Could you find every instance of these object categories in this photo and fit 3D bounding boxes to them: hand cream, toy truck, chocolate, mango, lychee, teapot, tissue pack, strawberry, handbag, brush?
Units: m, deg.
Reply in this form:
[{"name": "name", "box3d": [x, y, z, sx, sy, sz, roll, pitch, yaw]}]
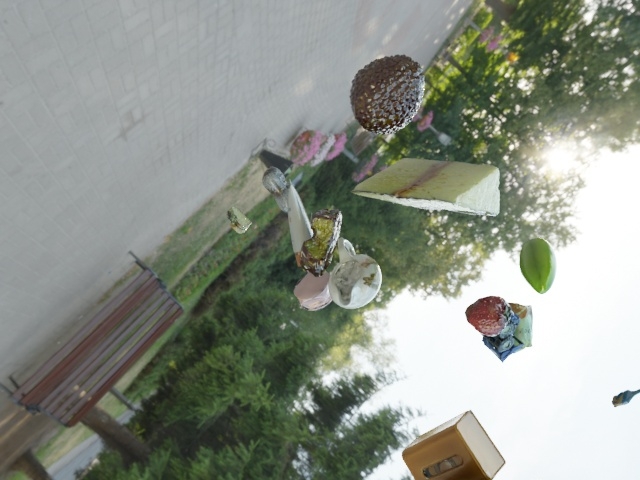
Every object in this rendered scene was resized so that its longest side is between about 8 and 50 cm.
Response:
[{"name": "hand cream", "box3d": [-0.074, -0.065, 1.499, 0.089, 0.315, 0.140, -12, 174, -6]}, {"name": "toy truck", "box3d": [0.668, 0.335, 1.512, 0.126, 0.208, 0.113, -19, -146, -12]}, {"name": "chocolate", "box3d": [-0.177, -0.224, 1.879, 0.110, 0.248, 0.110, -37, -170, 8]}, {"name": "mango", "box3d": [1.036, 0.128, 1.957, 0.343, 0.155, 0.192, -60, 152, -50]}, {"name": "lychee", "box3d": [0.212, -0.468, 1.314, 0.271, 0.236, 0.236, -31, -166, 51]}, {"name": "teapot", "box3d": [0.111, 0.129, 1.452, 0.204, 0.139, 0.298, -32, -140, 22]}, {"name": "tissue pack", "box3d": [0.444, 0.742, 1.400, 0.145, 0.194, 0.274, -8, 147, -48]}, {"name": "strawberry", "box3d": [0.393, 0.173, 0.964, 0.106, 0.106, 0.106, -49, -179, 1]}, {"name": "handbag", "box3d": [-0.025, 0.240, 1.962, 0.179, 0.116, 0.205, 9, -135, 39]}, {"name": "brush", "box3d": [0.820, 0.384, 1.053, 0.051, 0.014, 0.164, -31, 159, -44]}]

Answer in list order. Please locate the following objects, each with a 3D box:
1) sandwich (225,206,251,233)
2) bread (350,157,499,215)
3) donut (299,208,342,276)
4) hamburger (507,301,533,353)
[{"name": "sandwich", "box3d": [-0.283, -0.068, 1.402, 0.035, 0.093, 0.105, -42, -166, 14]}, {"name": "bread", "box3d": [0.349, -0.119, 1.329, 0.405, 0.345, 0.242, -42, 135, -40]}, {"name": "donut", "box3d": [0.000, 0.001, 1.337, 0.216, 0.095, 0.230, -17, 123, -81]}, {"name": "hamburger", "box3d": [0.754, 0.354, 1.700, 0.125, 0.235, 0.214, 29, 69, -51]}]
